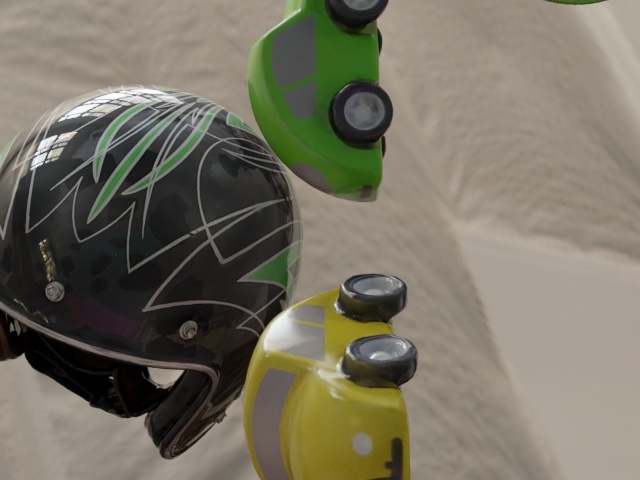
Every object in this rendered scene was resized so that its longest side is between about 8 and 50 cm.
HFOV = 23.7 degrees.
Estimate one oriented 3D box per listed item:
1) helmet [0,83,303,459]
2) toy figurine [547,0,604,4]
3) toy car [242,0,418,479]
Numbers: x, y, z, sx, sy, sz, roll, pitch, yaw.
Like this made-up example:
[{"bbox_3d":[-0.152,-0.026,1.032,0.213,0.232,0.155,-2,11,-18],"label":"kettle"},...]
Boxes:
[{"bbox_3d":[-0.086,0.006,0.716,0.169,0.161,0.169,6,-131,-7],"label":"helmet"},{"bbox_3d":[0.168,-0.227,0.799,0.173,0.159,0.130,-34,-98,-21],"label":"toy figurine"},{"bbox_3d":[0.000,0.000,0.551,0.239,0.053,0.224,93,175,-80],"label":"toy car"}]
